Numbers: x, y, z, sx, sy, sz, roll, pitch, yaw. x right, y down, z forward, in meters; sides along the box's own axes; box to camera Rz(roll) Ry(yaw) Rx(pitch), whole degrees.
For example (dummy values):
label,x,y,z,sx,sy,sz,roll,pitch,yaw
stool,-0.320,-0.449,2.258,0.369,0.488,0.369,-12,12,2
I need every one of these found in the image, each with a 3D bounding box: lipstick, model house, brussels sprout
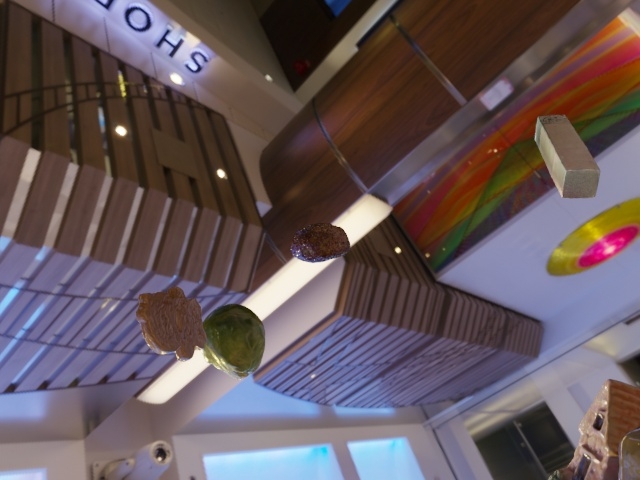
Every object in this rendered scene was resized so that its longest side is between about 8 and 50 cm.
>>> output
label,x,y,z,sx,sy,sz,roll,pitch,yaw
lipstick,0.533,-0.193,1.069,0.317,0.066,0.068,-69,-24,-56
model house,0.500,0.353,0.730,0.202,0.237,0.237,21,177,11
brussels sprout,-0.214,0.249,1.225,0.180,0.144,0.161,58,-148,-16

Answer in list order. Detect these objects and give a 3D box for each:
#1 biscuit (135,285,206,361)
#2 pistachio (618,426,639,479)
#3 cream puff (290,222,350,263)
label,x,y,z,sx,sy,sz,roll,pitch,yaw
biscuit,-0.255,0.148,0.847,0.184,0.027,0.133,-9,-96,-77
pistachio,0.459,0.307,0.510,0.288,0.166,0.197,39,156,26
cream puff,0.000,0.000,1.190,0.149,0.149,0.084,-43,-52,-66
